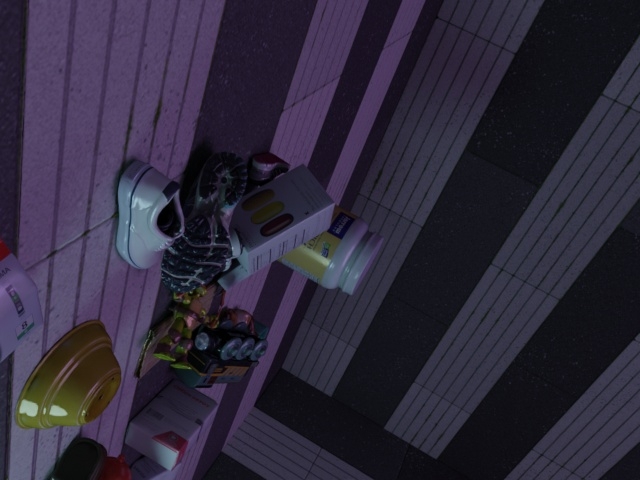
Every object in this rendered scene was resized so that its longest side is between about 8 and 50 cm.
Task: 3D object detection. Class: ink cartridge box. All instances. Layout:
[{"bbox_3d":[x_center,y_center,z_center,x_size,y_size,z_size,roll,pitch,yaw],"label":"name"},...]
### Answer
[{"bbox_3d":[-0.410,0.084,0.683,0.181,0.056,0.224,-54,170,-42],"label":"ink cartridge box"},{"bbox_3d":[-0.624,0.823,1.807,0.385,0.091,0.308,-3,123,-60],"label":"ink cartridge box"},{"bbox_3d":[-0.189,0.029,1.617,0.224,0.045,0.223,-34,-160,44],"label":"ink cartridge box"},{"bbox_3d":[-0.408,0.504,1.664,0.218,0.159,0.092,-45,160,-60],"label":"ink cartridge box"}]

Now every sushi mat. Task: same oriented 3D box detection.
[{"bbox_3d":[-0.356,0.218,1.520,0.151,0.019,0.316,-65,171,26],"label":"sushi mat"}]

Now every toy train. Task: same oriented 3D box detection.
[{"bbox_3d":[-0.287,0.339,1.774,0.190,0.142,0.334,-56,156,2],"label":"toy train"}]

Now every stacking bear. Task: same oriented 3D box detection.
[{"bbox_3d":[-0.524,0.635,1.461,0.175,0.164,0.289,-50,162,-51],"label":"stacking bear"}]

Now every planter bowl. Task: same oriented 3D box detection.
[{"bbox_3d":[-0.417,0.256,1.056,0.217,0.090,0.217,-60,171,-15],"label":"planter bowl"}]

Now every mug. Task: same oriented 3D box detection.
[{"bbox_3d":[-0.263,0.343,2.184,0.129,0.097,0.157,-55,168,-35],"label":"mug"}]

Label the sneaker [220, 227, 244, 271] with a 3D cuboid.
[{"bbox_3d":[-0.252,0.031,1.362,0.106,0.078,0.234,-15,172,-23],"label":"sneaker"}]

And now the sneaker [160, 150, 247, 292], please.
[{"bbox_3d":[-0.223,-0.034,1.158,0.283,0.110,0.122,-65,-159,-2],"label":"sneaker"}]

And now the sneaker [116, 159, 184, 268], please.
[{"bbox_3d":[-0.276,-0.018,0.988,0.094,0.091,0.258,-56,172,-32],"label":"sneaker"}]

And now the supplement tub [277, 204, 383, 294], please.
[{"bbox_3d":[0.000,0.000,1.837,0.241,0.331,0.241,-59,171,-15],"label":"supplement tub"}]

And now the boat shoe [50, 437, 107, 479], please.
[{"bbox_3d":[-0.543,0.565,1.239,0.307,0.111,0.104,-56,169,-28],"label":"boat shoe"}]

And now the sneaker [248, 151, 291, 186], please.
[{"bbox_3d":[-0.130,-0.168,1.467,0.074,0.063,0.170,-61,169,17],"label":"sneaker"}]

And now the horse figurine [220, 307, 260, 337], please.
[{"bbox_3d":[-0.280,0.291,1.980,0.263,0.066,0.174,-4,108,-69],"label":"horse figurine"}]

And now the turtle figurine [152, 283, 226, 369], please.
[{"bbox_3d":[-0.315,0.175,1.391,0.269,0.087,0.217,72,32,-61],"label":"turtle figurine"}]

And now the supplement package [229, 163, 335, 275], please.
[{"bbox_3d":[-0.107,-0.049,1.443,0.244,0.139,0.134,-32,161,-19],"label":"supplement package"}]
